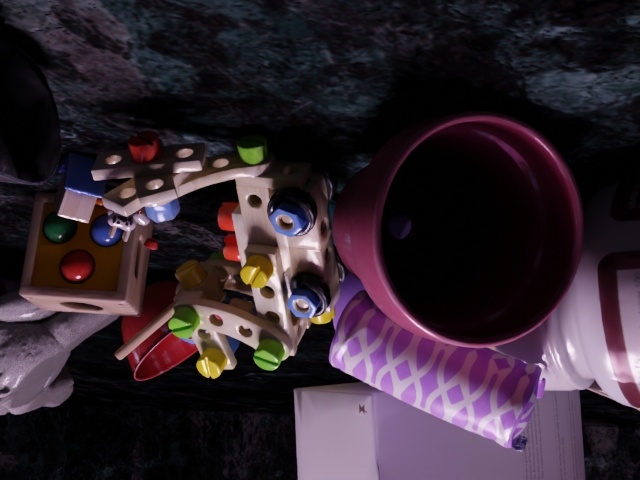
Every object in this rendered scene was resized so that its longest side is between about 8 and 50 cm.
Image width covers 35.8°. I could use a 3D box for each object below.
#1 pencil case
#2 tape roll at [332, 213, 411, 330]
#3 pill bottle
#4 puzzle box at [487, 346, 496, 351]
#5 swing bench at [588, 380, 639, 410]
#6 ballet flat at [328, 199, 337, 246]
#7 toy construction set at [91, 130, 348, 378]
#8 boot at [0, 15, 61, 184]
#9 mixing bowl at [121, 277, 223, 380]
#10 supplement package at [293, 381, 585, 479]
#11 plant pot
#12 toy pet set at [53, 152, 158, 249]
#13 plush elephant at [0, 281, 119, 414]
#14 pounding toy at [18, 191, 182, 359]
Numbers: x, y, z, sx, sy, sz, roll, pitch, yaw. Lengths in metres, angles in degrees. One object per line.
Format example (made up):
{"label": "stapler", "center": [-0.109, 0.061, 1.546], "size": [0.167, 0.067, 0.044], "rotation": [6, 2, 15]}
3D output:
{"label": "pencil case", "center": [0.110, 0.117, 0.932], "size": [0.206, 0.088, 0.086], "rotation": [24, 125, 16]}
{"label": "tape roll", "center": [0.093, 0.063, 1.126], "size": [0.080, 0.189, 0.189], "rotation": [-6, 161, 31]}
{"label": "pill bottle", "center": [0.372, 0.046, 0.922], "size": [0.392, 0.224, 0.224], "rotation": [-5, 161, 31]}
{"label": "puzzle box", "center": [0.429, 0.162, 1.615], "size": [0.409, 0.052, 0.272], "rotation": [-6, 160, 35]}
{"label": "swing bench", "center": [0.381, 0.163, 1.322], "size": [0.253, 0.165, 0.255], "rotation": [22, 160, 10]}
{"label": "ballet flat", "center": [0.000, 0.000, 1.156], "size": [0.077, 0.077, 0.231], "rotation": [13, 170, 24]}
{"label": "toy construction set", "center": [-0.090, 0.005, 1.002], "size": [0.215, 0.151, 0.328], "rotation": [6, 141, 21]}
{"label": "boot", "center": [-0.432, -0.094, 0.863], "size": [0.445, 0.146, 0.367], "rotation": [-3, 164, 11]}
{"label": "mixing bowl", "center": [-0.239, 0.123, 1.537], "size": [0.181, 0.098, 0.181], "rotation": [-35, 165, -11]}
{"label": "supplement package", "center": [0.137, 0.247, 1.145], "size": [0.293, 0.177, 0.175], "rotation": [1, 175, -31]}
{"label": "plant pot", "center": [0.102, -0.012, 0.896], "size": [0.201, 0.201, 0.180], "rotation": [12, 177, -22]}
{"label": "toy pet set", "center": [-0.228, -0.053, 1.074], "size": [0.114, 0.065, 0.122], "rotation": [16, -165, -27]}
{"label": "plush elephant", "center": [-0.507, 0.130, 1.487], "size": [0.272, 0.255, 0.330], "rotation": [-56, 167, 28]}
{"label": "pounding toy", "center": [-0.241, 0.045, 1.174], "size": [0.206, 0.181, 0.094], "rotation": [4, 164, 4]}
